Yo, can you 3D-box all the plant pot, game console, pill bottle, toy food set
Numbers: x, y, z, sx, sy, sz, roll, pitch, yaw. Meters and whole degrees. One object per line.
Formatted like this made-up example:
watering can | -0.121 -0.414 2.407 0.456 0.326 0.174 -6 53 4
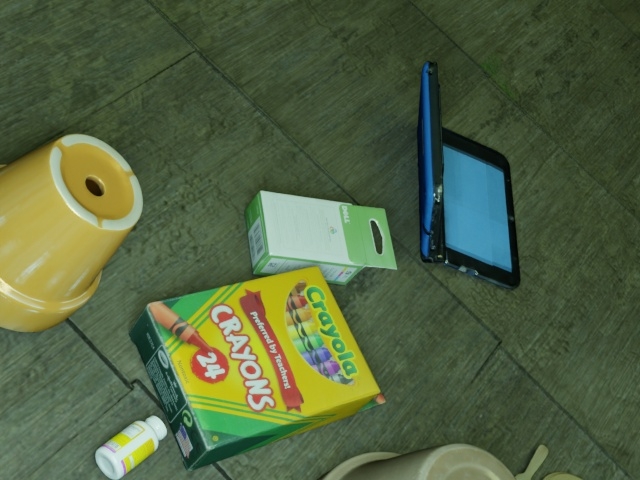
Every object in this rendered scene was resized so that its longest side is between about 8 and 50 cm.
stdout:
plant pot | 0.121 0.350 1.190 0.263 0.229 0.263 14 53 -20
game console | 0.245 -0.106 1.627 0.173 0.250 0.293 0 54 2
pill bottle | -0.221 0.242 1.190 0.043 0.043 0.083 49 48 8
toy food set | 0.354 0.390 1.432 0.192 0.038 0.132 42 40 10
plant pot | -0.316 -0.024 1.185 0.205 0.188 0.205 33 40 -32

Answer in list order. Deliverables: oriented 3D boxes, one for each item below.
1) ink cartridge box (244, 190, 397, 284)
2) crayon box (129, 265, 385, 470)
ink cartridge box | 0.000 0.000 1.475 0.209 0.062 0.109 7 56 -27
crayon box | -0.062 0.152 1.321 0.318 0.081 0.202 -12 65 -36
